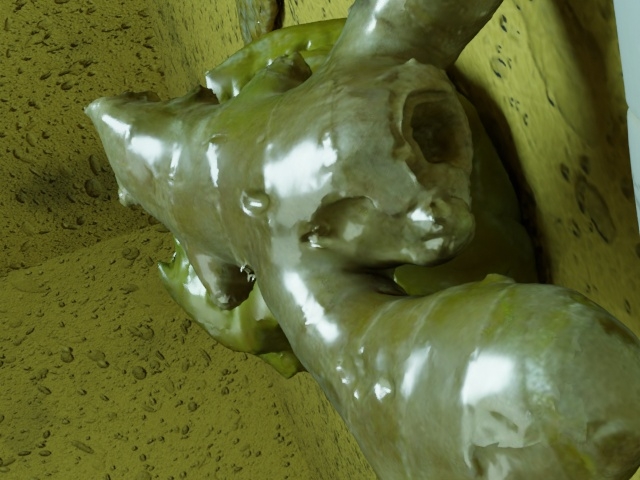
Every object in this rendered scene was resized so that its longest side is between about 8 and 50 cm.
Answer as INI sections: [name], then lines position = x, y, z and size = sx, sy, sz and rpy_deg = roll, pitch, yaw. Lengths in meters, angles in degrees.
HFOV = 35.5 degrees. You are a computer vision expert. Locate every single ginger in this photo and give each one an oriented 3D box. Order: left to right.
[ginger]
position = 0.009, -0.009, 0.540
size = 0.348, 0.122, 0.363
rpy_deg = -28, 66, 44

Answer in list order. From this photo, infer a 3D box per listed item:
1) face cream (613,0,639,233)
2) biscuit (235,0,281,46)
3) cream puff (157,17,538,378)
[face cream]
position = 0.181, 0.034, 0.377
size = 0.173, 0.081, 0.348
rpy_deg = -127, 21, -67
[biscuit]
position = -0.086, -0.305, 1.278
size = 0.247, 0.029, 0.118
rpy_deg = 123, 127, -76
[cream puff]
position = 0.001, 0.002, 0.788
size = 0.291, 0.257, 0.324
rpy_deg = -119, 14, -58
